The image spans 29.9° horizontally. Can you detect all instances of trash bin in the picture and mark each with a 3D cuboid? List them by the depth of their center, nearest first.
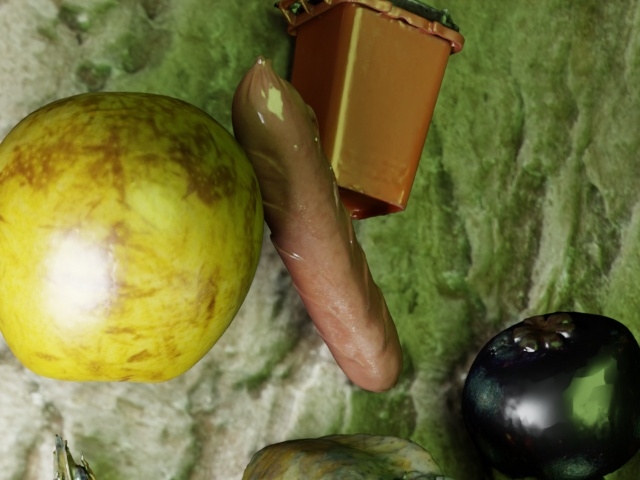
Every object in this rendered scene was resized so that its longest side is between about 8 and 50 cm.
[{"bbox_3d":[0.032,-0.154,1.305,0.184,0.161,0.239,19,76,-26],"label":"trash bin"}]

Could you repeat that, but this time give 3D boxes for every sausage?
[{"bbox_3d":[-0.001,0.001,1.218,0.088,0.088,0.433,-44,131,-28],"label":"sausage"}]

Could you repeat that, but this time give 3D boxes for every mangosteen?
[{"bbox_3d":[0.268,0.196,1.353,0.243,0.243,0.243,6,79,-29],"label":"mangosteen"}]

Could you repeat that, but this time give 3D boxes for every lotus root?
[{"bbox_3d":[0.022,0.325,1.152,0.149,0.260,0.267,-1,82,-29],"label":"lotus root"}]

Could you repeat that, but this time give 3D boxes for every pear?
[{"bbox_3d":[-0.182,-0.002,1.091,0.280,0.280,0.281,6,79,-29],"label":"pear"}]

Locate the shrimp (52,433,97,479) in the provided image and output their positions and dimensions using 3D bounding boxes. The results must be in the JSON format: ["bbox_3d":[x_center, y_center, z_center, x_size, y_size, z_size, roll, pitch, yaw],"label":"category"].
[{"bbox_3d":[-0.247,0.338,1.120,0.169,0.058,0.296,-18,94,-29],"label":"shrimp"}]
